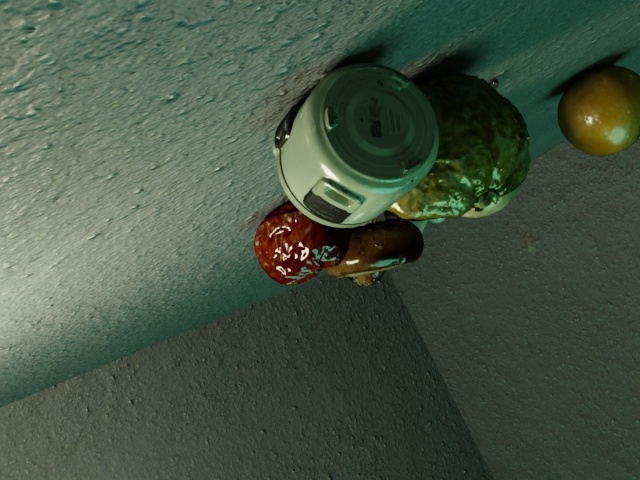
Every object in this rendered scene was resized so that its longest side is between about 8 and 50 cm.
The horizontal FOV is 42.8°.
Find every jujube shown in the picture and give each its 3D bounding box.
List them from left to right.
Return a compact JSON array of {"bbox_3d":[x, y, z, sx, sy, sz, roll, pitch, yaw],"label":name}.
[{"bbox_3d":[-0.044,-0.004,1.999,0.232,0.213,0.213,-26,175,37],"label":"jujube"}]

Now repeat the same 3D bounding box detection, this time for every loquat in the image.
[{"bbox_3d":[0.798,-0.370,2.296,0.263,0.263,0.263,-26,173,-4],"label":"loquat"}]

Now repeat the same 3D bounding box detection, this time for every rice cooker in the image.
[{"bbox_3d":[0.048,-0.138,1.255,0.226,0.226,0.244,-24,176,-22],"label":"rice cooker"}]

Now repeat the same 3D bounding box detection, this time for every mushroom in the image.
[{"bbox_3d":[0.146,0.027,2.280,0.296,0.163,0.278,-11,164,-25],"label":"mushroom"}]

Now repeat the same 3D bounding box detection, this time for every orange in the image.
[{"bbox_3d":[0.219,-0.188,1.481,0.368,0.271,0.211,-24,130,-28],"label":"orange"}]

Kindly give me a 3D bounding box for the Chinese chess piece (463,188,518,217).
[{"bbox_3d":[0.410,-0.178,2.185,0.249,0.250,0.103,-26,142,-7],"label":"Chinese chess piece"}]

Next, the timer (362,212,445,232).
[{"bbox_3d":[0.267,-0.065,2.489,0.234,0.240,0.233,-57,-165,25],"label":"timer"}]

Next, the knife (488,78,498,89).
[{"bbox_3d":[0.369,-0.324,1.881,0.035,0.018,0.247,-29,174,-7],"label":"knife"}]
